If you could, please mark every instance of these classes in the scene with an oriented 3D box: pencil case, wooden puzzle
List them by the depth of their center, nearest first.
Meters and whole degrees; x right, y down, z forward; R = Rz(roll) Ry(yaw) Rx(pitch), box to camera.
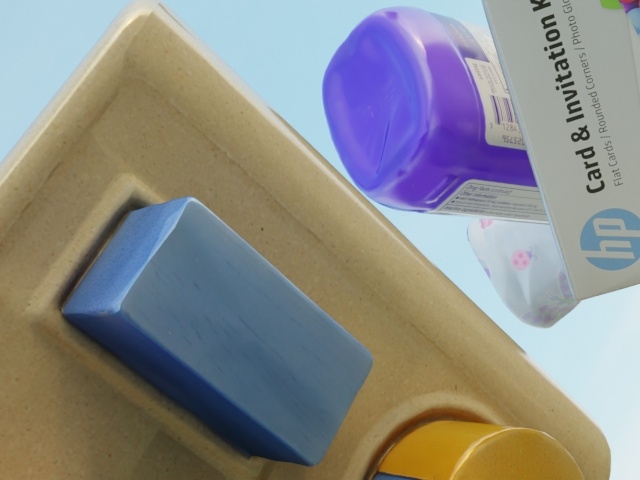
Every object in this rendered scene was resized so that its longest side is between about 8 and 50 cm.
[{"bbox_3d":[-0.021,0.125,0.366,0.322,0.080,0.347,42,-121,-24],"label":"wooden puzzle"},{"bbox_3d":[0.255,-0.035,0.832,0.273,0.113,0.124,-37,-20,27],"label":"pencil case"}]

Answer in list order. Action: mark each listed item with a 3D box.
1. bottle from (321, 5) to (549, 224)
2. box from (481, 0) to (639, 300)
[{"bbox_3d":[0.137,-0.068,0.640,0.283,0.118,0.092,3,-36,-38],"label":"bottle"},{"bbox_3d":[0.164,-0.073,0.377,0.038,0.186,0.145,-66,-42,-71],"label":"box"}]
